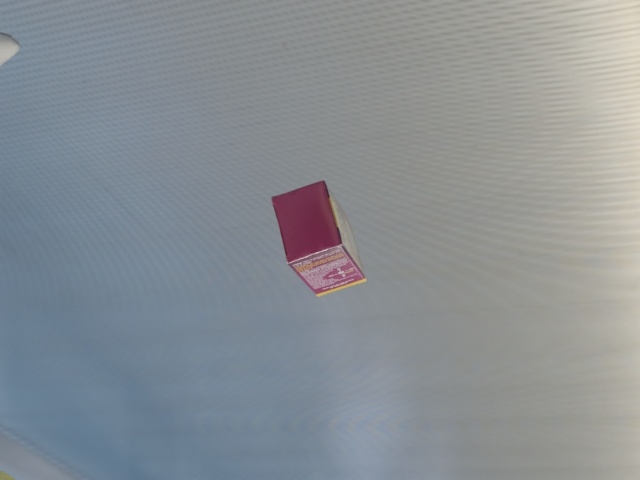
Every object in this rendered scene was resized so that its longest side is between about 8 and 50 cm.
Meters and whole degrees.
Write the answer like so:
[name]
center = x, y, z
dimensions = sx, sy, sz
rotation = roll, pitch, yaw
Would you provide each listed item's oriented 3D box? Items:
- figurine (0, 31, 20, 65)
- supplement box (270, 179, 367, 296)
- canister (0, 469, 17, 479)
[figurine]
center = -0.295, -0.183, 0.651
dimensions = 0.209, 0.215, 0.092
rotation = 11, 158, 9
[supplement box]
center = 0.000, 0.000, 0.669
dimensions = 0.043, 0.055, 0.083
rotation = -18, 157, 9
[canister]
center = -0.376, 0.256, 0.838
dimensions = 0.169, 0.073, 0.126
rotation = 5, 176, -37
